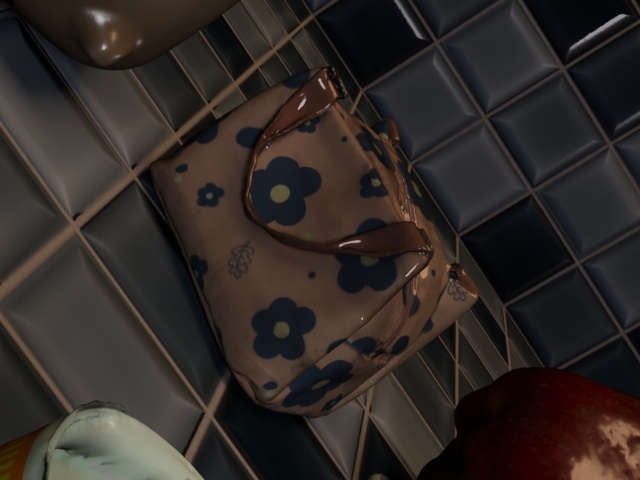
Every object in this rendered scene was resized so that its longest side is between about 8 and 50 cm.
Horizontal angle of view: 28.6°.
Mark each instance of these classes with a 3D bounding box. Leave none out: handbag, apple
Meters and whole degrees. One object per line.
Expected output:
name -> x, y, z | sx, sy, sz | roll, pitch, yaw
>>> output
handbag -> 0.000, 0.000, 1.058 | 0.190, 0.193, 0.251 | 27, 33, -58
apple -> 0.239, 0.270, 1.131 | 0.317, 0.288, 0.288 | 40, 15, -2

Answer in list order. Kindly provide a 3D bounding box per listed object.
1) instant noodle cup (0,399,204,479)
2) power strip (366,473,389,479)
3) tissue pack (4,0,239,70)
instant noodle cup -> -0.113, 0.142, 0.370 | 0.168, 0.185, 0.168 | 54, 14, -20
power strip -> 0.053, 0.243, 1.077 | 0.055, 0.035, 0.083 | -13, 85, -75
tissue pack -> -0.188, -0.321, 0.937 | 0.387, 0.267, 0.277 | 50, 12, -35
